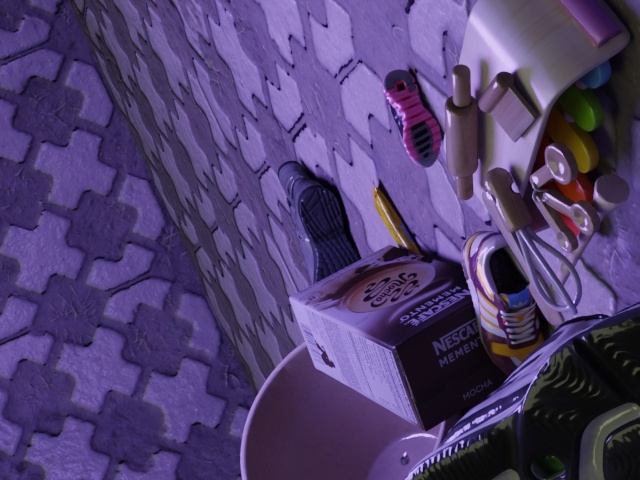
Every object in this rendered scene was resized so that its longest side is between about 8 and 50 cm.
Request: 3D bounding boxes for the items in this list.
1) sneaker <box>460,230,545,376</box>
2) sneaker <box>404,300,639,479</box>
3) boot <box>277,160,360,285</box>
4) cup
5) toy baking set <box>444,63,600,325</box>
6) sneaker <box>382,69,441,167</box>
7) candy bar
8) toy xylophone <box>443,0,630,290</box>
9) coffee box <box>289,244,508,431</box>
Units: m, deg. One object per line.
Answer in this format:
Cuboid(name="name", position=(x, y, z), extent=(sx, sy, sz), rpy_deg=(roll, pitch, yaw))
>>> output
Cuboid(name="sneaker", position=(0.210, 0.079, 1.456), extent=(0.185, 0.069, 0.084), rpy_deg=(67, 171, -9))
Cuboid(name="sneaker", position=(0.268, 0.101, 1.107), extent=(0.169, 0.257, 0.447), rpy_deg=(49, 131, -5))
Cuboid(name="boot", position=(0.000, 0.000, 2.081), extent=(0.161, 0.083, 0.246), rpy_deg=(-131, 26, -66))
Cuboid(name="cup", position=(0.087, 0.311, 1.886), extent=(0.237, 0.331, 0.331), rpy_deg=(43, -175, -44))
Cuboid(name="toy baking set", position=(0.171, -0.034, 1.166), extent=(0.197, 0.030, 0.256), rpy_deg=(53, 161, 33))
Cuboid(name="sneaker", position=(0.106, -0.139, 1.531), extent=(0.057, 0.047, 0.119), rpy_deg=(117, 134, -80))
Cuboid(name="candy bar", position=(0.108, -0.009, 1.771), extent=(0.161, 0.018, 0.040), rpy_deg=(59, 167, 20))
Cuboid(name="toy xylophone", position=(0.200, -0.093, 1.188), extent=(0.236, 0.081, 0.322), rpy_deg=(59, 164, 16))
Cuboid(name="coffee box", position=(0.107, 0.111, 1.631), extent=(0.297, 0.168, 0.119), rpy_deg=(19, 133, 63))
